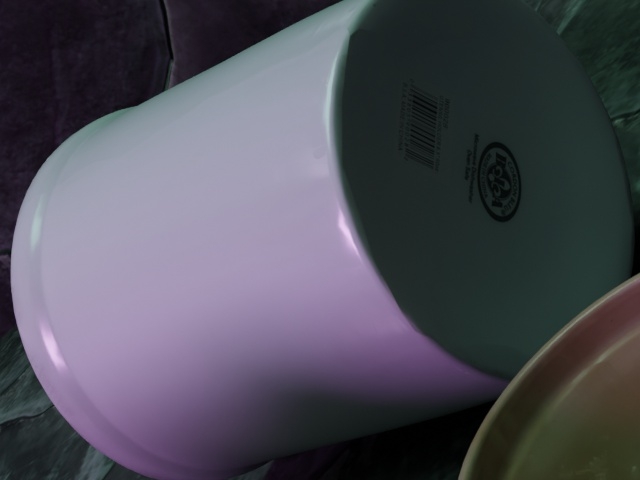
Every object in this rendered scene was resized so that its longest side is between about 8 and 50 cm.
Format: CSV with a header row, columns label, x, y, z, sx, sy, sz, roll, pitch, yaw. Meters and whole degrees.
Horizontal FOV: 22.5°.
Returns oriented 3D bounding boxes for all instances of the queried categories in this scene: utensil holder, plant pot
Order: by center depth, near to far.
label,x,y,z,sx,sy,sz,roll,pitch,yaw
plant pot,0.196,0.117,0.860,0.237,0.110,0.237,-38,18,15
utensil holder,0.000,0.000,1.243,0.385,0.327,0.327,-20,28,46
